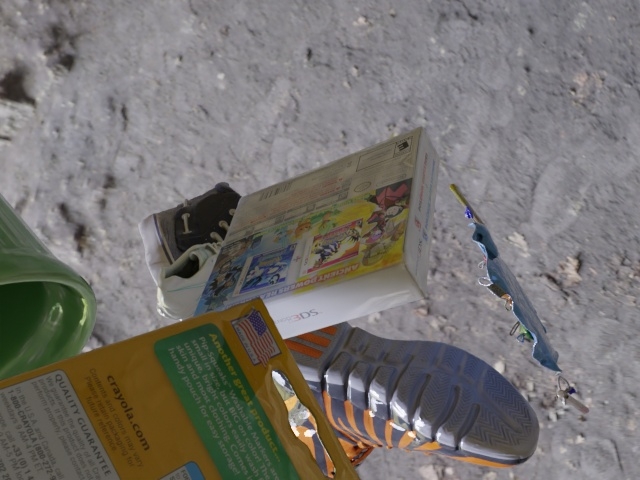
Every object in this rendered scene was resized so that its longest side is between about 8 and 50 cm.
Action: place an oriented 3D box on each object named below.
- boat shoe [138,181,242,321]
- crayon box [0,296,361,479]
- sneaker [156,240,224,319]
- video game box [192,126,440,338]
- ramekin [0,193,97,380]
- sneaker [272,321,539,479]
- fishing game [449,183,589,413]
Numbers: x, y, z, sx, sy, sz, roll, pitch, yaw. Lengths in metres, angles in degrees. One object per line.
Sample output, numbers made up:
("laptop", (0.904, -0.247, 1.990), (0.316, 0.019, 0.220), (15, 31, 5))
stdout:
("boat shoe", (-0.149, 0.016, 1.127), (0.158, 0.127, 0.340), (-31, 32, -5))
("crayon box", (-0.105, 0.167, 0.486), (0.083, 0.323, 0.203), (-35, 79, 30))
("sneaker", (-0.115, 0.027, 0.901), (0.054, 0.152, 0.061), (35, 142, 30))
("video game box", (0.000, 0.000, 0.707), (0.205, 0.048, 0.187), (-19, 31, 27))
("ramekin", (-0.354, 0.075, 0.668), (0.303, 0.303, 0.148), (-47, 72, 19))
("sneaker", (0.084, 0.205, 0.936), (0.321, 0.124, 0.180), (20, 131, 23))
("fishing game", (0.200, 0.065, 0.869), (0.041, 0.189, 0.264), (-31, 62, 14))
